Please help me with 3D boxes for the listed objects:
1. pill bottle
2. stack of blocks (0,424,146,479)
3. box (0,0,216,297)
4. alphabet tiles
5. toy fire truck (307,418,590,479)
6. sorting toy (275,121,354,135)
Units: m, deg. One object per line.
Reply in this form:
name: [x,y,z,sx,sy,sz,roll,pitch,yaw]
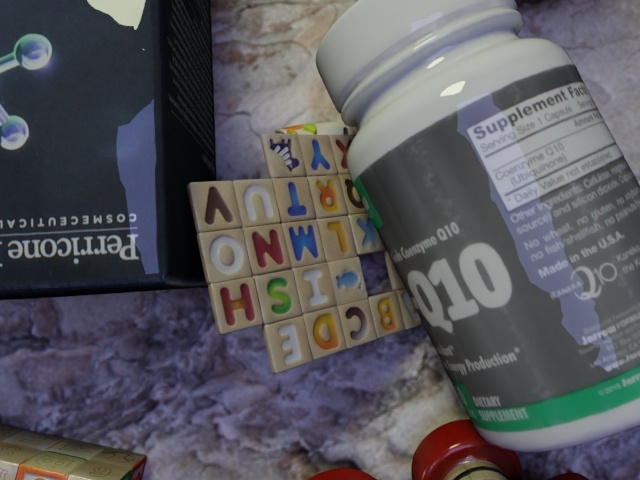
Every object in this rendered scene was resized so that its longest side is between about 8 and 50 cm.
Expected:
pill bottle: [0.148,-0.034,0.479,0.204,0.204,0.361,-26,84,-2]
stack of blocks: [-0.334,0.264,0.515,0.297,0.087,0.171,12,85,2]
box: [-0.256,-0.147,0.491,0.293,0.212,0.396,-4,85,0]
alphabet tiles: [0.000,0.000,0.499,0.237,0.009,0.198,-8,83,-41]
toy fire truck: [0.114,0.325,0.484,0.302,0.169,0.254,-21,109,-1]
sorting toy: [0.005,-0.090,0.573,0.075,0.045,0.083,-19,85,-20]
